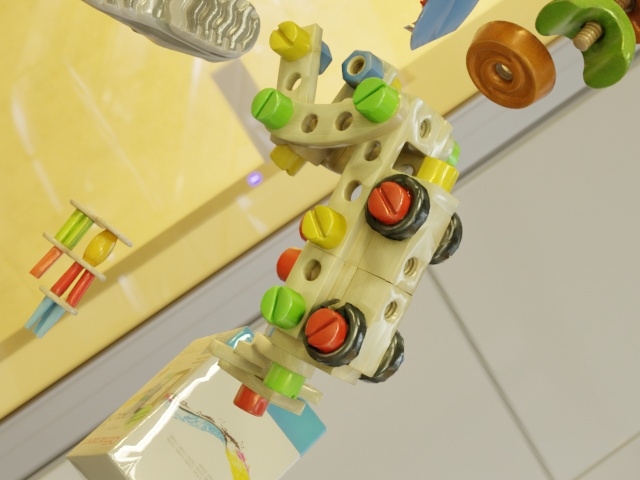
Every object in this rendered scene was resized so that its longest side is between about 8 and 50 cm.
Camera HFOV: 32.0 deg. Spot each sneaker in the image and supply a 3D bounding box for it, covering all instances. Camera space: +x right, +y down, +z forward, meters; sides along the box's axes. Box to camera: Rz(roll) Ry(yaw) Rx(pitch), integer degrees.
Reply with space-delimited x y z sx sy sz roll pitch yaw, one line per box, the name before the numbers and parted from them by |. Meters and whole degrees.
sneaker | -0.214 -0.277 1.295 0.281 0.105 0.115 30 -20 -13

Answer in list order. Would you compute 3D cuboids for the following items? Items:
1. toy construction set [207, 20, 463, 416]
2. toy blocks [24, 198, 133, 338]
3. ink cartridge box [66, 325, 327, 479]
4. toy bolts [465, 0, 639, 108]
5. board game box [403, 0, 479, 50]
toy construction set | 0.000 0.000 0.886 0.215 0.328 0.151 24 10 40
toy blocks | -0.296 0.034 1.279 0.123 0.148 0.054 27 -14 48
ink cartridge box | -0.177 0.289 1.585 0.197 0.270 0.198 53 -30 -10
toy bolts | 0.229 -0.270 1.139 0.228 0.158 0.218 48 -28 -8
board game box | 0.168 -0.331 1.506 0.033 0.168 0.133 42 -45 17
